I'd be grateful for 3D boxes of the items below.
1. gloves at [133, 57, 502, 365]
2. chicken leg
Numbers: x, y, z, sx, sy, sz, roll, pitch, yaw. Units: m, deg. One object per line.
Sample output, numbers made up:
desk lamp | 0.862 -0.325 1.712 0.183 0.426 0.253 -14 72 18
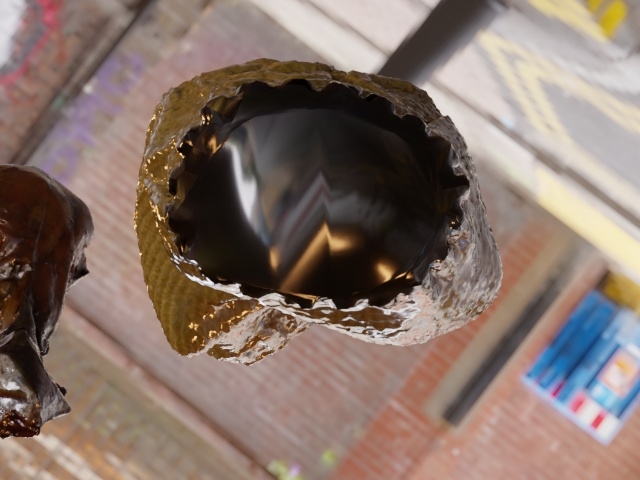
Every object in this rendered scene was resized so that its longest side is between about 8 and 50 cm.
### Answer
gloves | 0.001 -0.016 0.899 0.203 0.155 0.356 4 169 -2
chicken leg | -0.217 0.038 1.259 0.113 0.093 0.304 27 -155 -26
